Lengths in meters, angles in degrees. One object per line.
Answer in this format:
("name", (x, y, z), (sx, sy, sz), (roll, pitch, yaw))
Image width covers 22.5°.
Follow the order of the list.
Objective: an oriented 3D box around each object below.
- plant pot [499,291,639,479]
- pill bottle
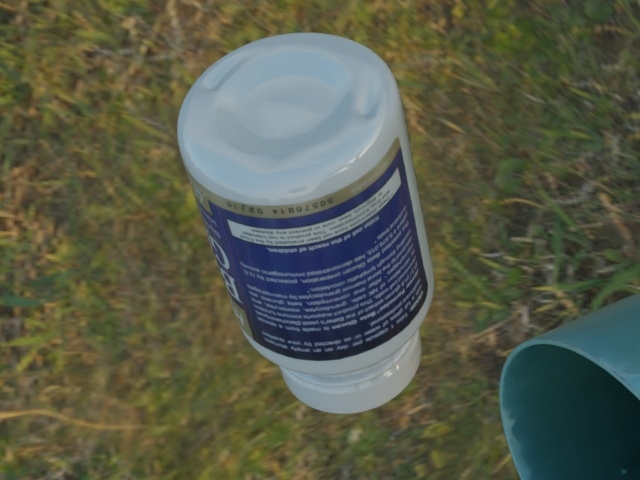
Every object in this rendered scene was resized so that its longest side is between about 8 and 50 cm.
("plant pot", (0.334, 0.162, 1.372), (0.235, 0.293, 0.293), (-28, 77, -23))
("pill bottle", (0.000, 0.000, 0.709), (0.094, 0.169, 0.094), (-7, 47, 7))
